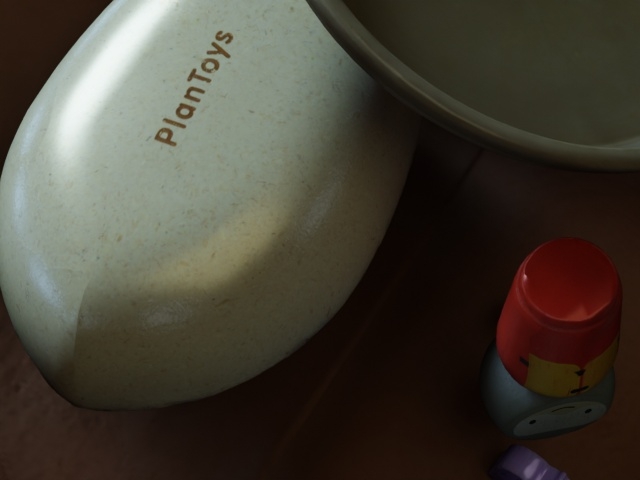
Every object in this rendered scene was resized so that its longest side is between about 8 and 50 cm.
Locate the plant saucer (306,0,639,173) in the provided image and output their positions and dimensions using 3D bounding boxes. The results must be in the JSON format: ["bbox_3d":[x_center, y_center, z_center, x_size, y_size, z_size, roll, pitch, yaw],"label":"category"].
[{"bbox_3d":[0.098,-0.148,0.679,0.277,0.041,0.278,9,61,-17],"label":"plant saucer"}]

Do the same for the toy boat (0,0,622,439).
[{"bbox_3d":[0.000,0.000,0.707,0.318,0.148,0.267,26,67,16],"label":"toy boat"}]

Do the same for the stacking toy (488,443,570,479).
[{"bbox_3d":[0.150,0.156,0.765,0.221,0.052,0.167,38,71,-4],"label":"stacking toy"}]
